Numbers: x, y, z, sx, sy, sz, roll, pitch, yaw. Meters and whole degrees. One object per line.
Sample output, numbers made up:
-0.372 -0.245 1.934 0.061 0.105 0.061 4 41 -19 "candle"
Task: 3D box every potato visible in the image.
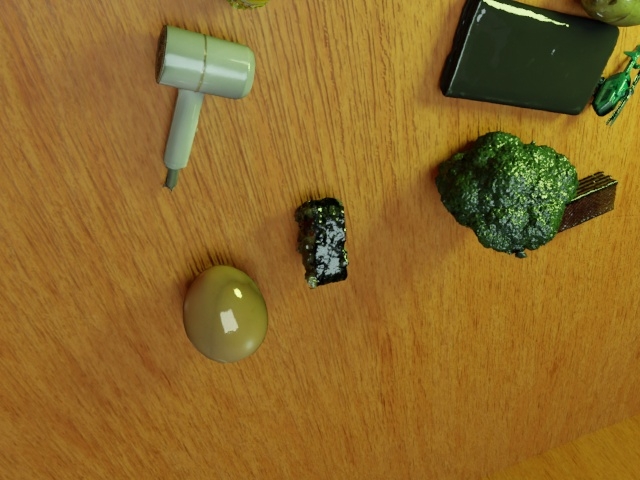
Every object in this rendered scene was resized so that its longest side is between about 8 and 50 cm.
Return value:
0.692 -0.552 1.217 0.248 0.169 0.143 -9 156 -3 "potato"

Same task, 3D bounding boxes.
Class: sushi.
0.000 0.000 1.364 0.115 0.147 0.212 -6 108 -10 "sushi"

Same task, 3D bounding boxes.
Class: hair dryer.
-0.262 -0.239 1.132 0.173 0.107 0.357 7 129 -24 "hair dryer"

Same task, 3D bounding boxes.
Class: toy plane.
0.745 -0.393 1.395 0.060 0.096 0.235 30 91 -37 "toy plane"

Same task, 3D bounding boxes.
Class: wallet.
0.485 -0.420 1.297 0.406 0.062 0.228 3 122 -21 "wallet"

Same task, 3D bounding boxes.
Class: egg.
-0.228 0.169 1.344 0.201 0.201 0.244 -13 125 -12 "egg"

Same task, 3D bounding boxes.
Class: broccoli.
0.454 -0.120 1.380 0.304 0.321 0.283 -41 166 -4 "broccoli"

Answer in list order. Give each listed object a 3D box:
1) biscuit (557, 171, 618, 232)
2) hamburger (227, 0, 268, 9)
0.726 -0.104 1.599 0.252 0.070 0.106 -22 129 -6 "biscuit"
-0.123 -0.486 1.006 0.141 0.081 0.126 -34 128 2 "hamburger"
